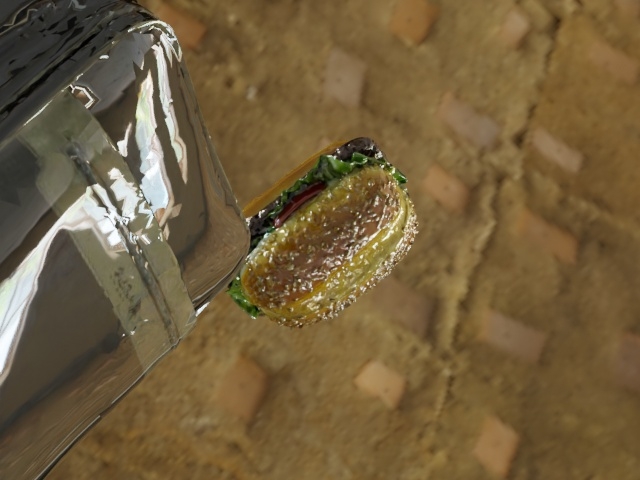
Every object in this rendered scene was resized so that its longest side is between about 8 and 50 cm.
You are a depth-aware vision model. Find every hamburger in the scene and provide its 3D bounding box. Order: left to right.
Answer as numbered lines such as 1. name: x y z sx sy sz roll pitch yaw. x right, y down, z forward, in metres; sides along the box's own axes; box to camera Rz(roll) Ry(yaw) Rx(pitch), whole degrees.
1. hamburger: 0.000 0.000 1.357 0.166 0.137 0.087 -39 -127 -1

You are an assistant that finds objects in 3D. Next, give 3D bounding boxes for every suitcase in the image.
1. suitcase: -0.232 0.040 0.935 0.194 0.283 0.434 33 -110 28
